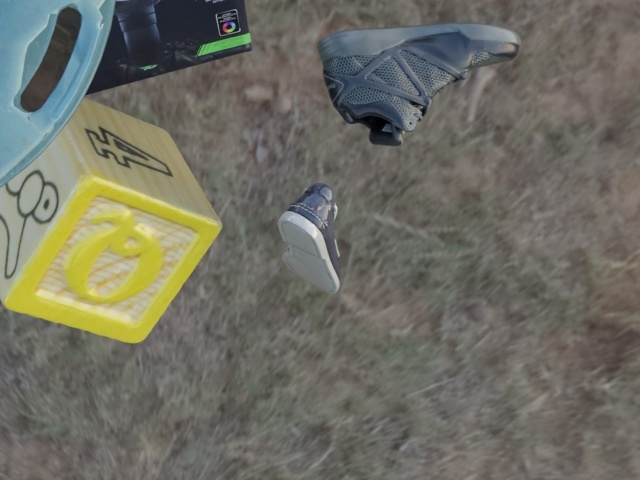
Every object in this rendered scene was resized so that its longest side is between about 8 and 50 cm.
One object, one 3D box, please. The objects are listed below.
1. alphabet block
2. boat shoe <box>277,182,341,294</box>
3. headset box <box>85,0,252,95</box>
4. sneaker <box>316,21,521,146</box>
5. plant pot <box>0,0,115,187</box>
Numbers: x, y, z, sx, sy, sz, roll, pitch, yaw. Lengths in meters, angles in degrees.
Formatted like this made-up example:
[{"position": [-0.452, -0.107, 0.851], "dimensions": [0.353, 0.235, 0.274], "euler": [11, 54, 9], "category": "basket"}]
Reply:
[{"position": [-0.260, -0.030, 1.632], "dimensions": [0.193, 0.197, 0.192], "euler": [18, 117, -38], "category": "alphabet block"}, {"position": [0.000, 0.000, 1.602], "dimensions": [0.075, 0.206, 0.065], "euler": [28, 73, 15], "category": "boat shoe"}, {"position": [-0.223, -0.312, 1.633], "dimensions": [0.246, 0.283, 0.131], "euler": [-16, 50, -7], "category": "headset box"}, {"position": [0.115, -0.170, 1.576], "dimensions": [0.227, 0.087, 0.130], "euler": [-9, 88, -18], "category": "sneaker"}, {"position": [-0.288, -0.168, 0.800], "dimensions": [0.341, 0.334, 0.341], "euler": [-11, 112, -29], "category": "plant pot"}]
